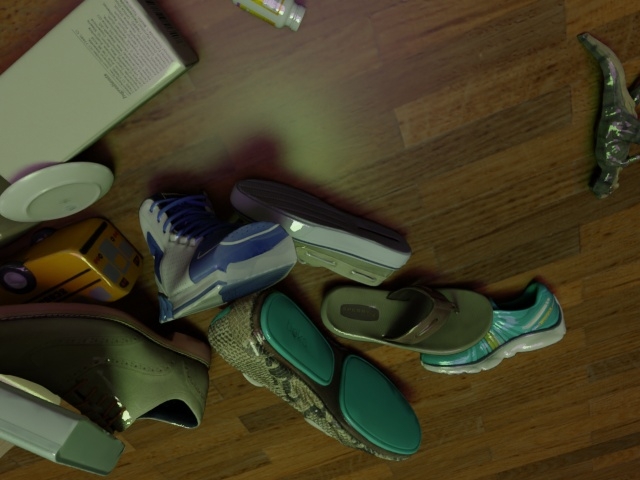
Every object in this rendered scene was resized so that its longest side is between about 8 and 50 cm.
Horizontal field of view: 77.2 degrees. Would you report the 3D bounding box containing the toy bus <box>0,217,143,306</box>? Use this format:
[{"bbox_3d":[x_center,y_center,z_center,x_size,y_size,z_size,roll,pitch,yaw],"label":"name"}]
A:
[{"bbox_3d":[-0.460,0.085,0.622,0.333,0.108,0.130,-27,120,9],"label":"toy bus"}]

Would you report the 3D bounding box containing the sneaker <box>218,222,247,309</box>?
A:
[{"bbox_3d":[-0.141,0.050,0.653,0.064,0.067,0.175,16,118,-15],"label":"sneaker"}]

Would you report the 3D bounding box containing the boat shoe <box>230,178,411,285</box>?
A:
[{"bbox_3d":[0.000,0.000,0.617,0.302,0.109,0.094,21,117,-19],"label":"boat shoe"}]

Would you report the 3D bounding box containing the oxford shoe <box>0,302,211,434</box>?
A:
[{"bbox_3d":[-0.316,0.200,0.595,0.140,0.146,0.397,-33,141,23],"label":"oxford shoe"}]

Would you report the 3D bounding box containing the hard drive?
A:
[{"bbox_3d":[-0.430,0.187,0.487,0.353,0.047,0.233,22,145,1],"label":"hard drive"}]

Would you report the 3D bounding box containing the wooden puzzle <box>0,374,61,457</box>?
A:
[{"bbox_3d":[-0.661,0.314,0.771,0.239,0.044,0.221,-41,114,12],"label":"wooden puzzle"}]

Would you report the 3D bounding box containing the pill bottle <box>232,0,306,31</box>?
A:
[{"bbox_3d":[-0.061,-0.289,0.486,0.083,0.043,0.043,22,115,-17],"label":"pill bottle"}]

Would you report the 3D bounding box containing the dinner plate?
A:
[{"bbox_3d":[-0.348,-0.059,0.541,0.141,0.141,0.017,-32,84,12],"label":"dinner plate"}]

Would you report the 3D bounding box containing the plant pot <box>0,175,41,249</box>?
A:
[{"bbox_3d":[-0.470,-0.036,0.559,0.109,0.096,0.109,-30,117,10],"label":"plant pot"}]

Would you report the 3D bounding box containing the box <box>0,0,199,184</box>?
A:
[{"bbox_3d":[-0.295,-0.184,0.494,0.275,0.094,0.113,-30,117,12],"label":"box"}]

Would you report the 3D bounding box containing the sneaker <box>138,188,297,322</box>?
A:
[{"bbox_3d":[-0.173,0.004,0.537,0.127,0.315,0.182,-16,85,-36],"label":"sneaker"}]

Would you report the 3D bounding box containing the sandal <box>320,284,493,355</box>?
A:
[{"bbox_3d":[0.152,0.129,0.682,0.303,0.120,0.086,2,155,-5],"label":"sandal"}]

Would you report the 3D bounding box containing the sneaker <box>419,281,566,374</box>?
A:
[{"bbox_3d":[0.310,0.164,0.755,0.275,0.107,0.110,-24,99,3],"label":"sneaker"}]

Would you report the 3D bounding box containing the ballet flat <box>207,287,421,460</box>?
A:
[{"bbox_3d":[-0.010,0.263,0.745,0.182,0.164,0.483,-27,122,33],"label":"ballet flat"}]

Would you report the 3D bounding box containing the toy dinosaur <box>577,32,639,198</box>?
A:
[{"bbox_3d":[0.454,-0.180,0.585,0.118,0.064,0.268,-17,116,12],"label":"toy dinosaur"}]
